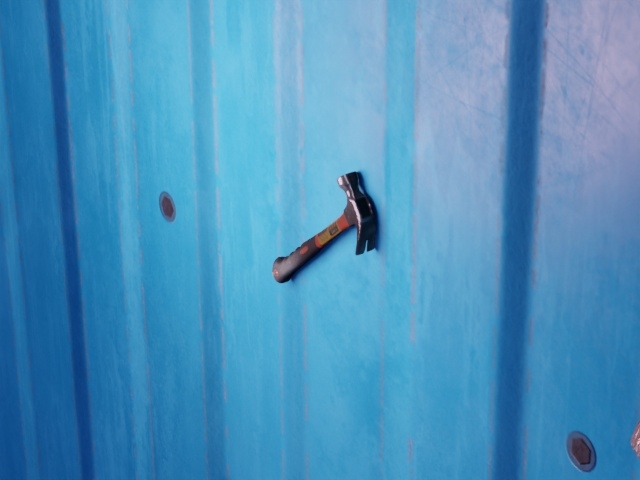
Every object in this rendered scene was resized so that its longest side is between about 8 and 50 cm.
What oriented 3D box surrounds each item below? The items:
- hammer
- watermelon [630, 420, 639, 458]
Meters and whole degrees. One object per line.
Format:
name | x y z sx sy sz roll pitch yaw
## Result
hammer | -0.001 0.000 2.495 0.288 0.033 0.111 -37 73 56
watermelon | 0.410 0.162 1.751 0.140 0.257 0.192 31 120 42
